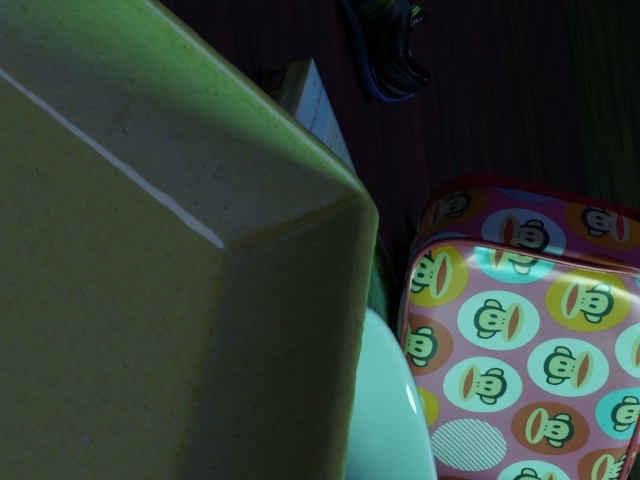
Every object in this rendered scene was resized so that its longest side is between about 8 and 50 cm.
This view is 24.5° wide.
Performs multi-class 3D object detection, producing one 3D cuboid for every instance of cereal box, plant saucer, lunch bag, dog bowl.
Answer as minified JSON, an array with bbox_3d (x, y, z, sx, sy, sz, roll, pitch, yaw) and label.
[{"bbox_3d":[0.000,0.000,1.163,0.173,0.047,0.240,-76,150,-51],"label":"cereal box"},{"bbox_3d":[-0.128,0.013,0.589,0.333,0.081,0.332,40,37,-26],"label":"plant saucer"},{"bbox_3d":[0.188,0.098,1.233,0.120,0.258,0.293,-74,175,-52],"label":"lunch bag"},{"bbox_3d":[-0.004,0.177,0.971,0.265,0.104,0.264,-10,90,-71],"label":"dog bowl"}]

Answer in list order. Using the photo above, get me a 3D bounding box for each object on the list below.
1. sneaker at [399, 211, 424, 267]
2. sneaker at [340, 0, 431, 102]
[{"bbox_3d":[0.114,0.043,1.446,0.234,0.078,0.106,-76,148,-58],"label":"sneaker"},{"bbox_3d":[0.063,-0.227,1.420,0.067,0.078,0.188,-60,136,-63],"label":"sneaker"}]
